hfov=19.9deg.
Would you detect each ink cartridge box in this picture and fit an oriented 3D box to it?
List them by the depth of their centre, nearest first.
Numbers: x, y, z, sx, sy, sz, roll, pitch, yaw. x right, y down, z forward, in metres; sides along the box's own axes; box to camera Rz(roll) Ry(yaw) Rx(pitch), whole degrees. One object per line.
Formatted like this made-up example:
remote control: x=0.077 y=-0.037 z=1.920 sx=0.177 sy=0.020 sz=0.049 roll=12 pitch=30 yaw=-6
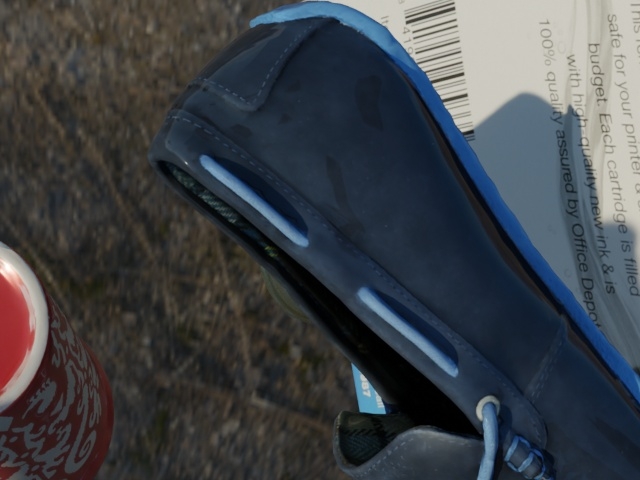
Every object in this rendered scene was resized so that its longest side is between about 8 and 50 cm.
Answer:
ink cartridge box: x=0.190 y=-0.042 z=1.047 sx=0.166 sy=0.395 sz=0.285 roll=-9 pitch=89 yaw=-43

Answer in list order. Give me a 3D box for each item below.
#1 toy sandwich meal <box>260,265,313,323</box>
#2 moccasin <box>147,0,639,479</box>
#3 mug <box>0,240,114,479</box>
toy sandwich meal: x=0.000 y=0.000 z=0.886 sx=0.085 sy=0.029 sz=0.085 roll=-5 pitch=98 yaw=-36
moccasin: x=0.047 y=0.064 z=0.775 sx=0.117 sy=0.138 sz=0.342 roll=-40 pitch=97 yaw=-22
mug: x=-0.159 y=0.080 z=0.836 sx=0.113 sy=0.169 sz=0.150 roll=3 pitch=71 yaw=-1
